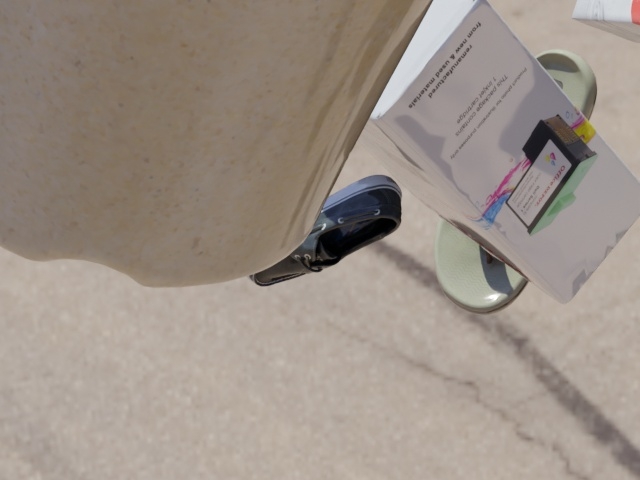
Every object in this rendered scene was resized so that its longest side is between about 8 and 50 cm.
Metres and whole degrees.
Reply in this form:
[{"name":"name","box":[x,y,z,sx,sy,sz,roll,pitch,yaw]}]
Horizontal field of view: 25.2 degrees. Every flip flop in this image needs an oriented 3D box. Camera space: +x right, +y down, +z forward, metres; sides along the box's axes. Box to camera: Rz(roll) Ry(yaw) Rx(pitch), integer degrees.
[{"name":"flip flop","box":[0.187,-0.063,1.404,0.112,0.277,0.080,26,2,22]}]

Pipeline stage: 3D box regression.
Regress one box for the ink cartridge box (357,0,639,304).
[{"name":"ink cartridge box","box":[0.100,-0.096,1.098,0.117,0.278,0.201,-50,42,0]}]

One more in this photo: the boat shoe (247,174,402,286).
[{"name":"boat shoe","box":[0.000,0.000,1.068,0.142,0.049,0.040,-31,43,23]}]

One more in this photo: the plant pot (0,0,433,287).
[{"name":"plant pot","box":[-0.065,-0.159,0.655,0.333,0.305,0.334,14,32,-9]}]

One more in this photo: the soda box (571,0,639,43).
[{"name":"soda box","box":[0.382,-0.247,1.450,0.098,0.091,0.286,16,4,-27]}]
